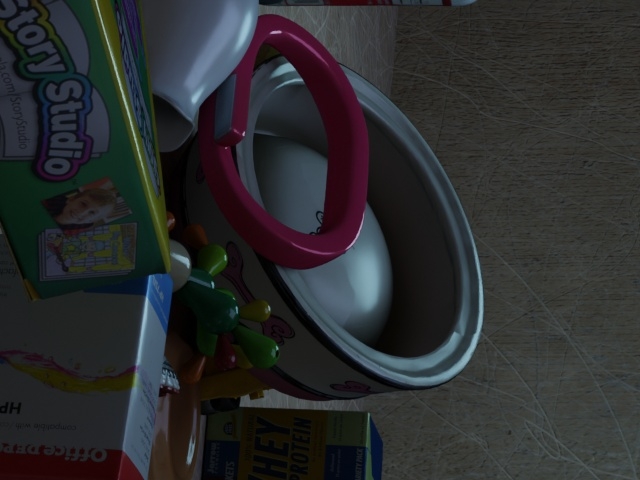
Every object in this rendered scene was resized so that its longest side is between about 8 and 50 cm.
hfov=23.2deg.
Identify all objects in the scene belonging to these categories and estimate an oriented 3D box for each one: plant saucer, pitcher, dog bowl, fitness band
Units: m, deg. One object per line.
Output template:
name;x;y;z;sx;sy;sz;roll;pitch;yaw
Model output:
plant saucer;-0.160;0.189;1.649;0.200;0.037;0.200;2;90;-82
pitcher;-0.140;-0.178;1.515;0.178;0.125;0.207;119;-11;-61
dog bowl;0.000;0.000;1.748;0.408;0.150;0.408;32;44;-36
fitness band;-0.034;-0.103;1.606;0.209;0.054;0.291;39;40;-33

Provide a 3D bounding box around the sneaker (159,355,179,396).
sneaker;-0.175;0.086;1.356;0.225;0.088;0.092;74;13;-71

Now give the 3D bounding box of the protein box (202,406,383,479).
protein box;-0.031;0.299;1.983;0.200;0.201;0.136;68;24;-70

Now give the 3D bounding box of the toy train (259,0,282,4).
toy train;-0.067;-0.404;1.705;0.190;0.142;0.334;-59;-154;30

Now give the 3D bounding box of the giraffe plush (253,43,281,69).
giraffe plush;-0.050;-0.133;2.021;0.170;0.210;0.181;-54;162;-20

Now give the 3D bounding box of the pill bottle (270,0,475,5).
pill bottle;0.106;-0.432;2.114;0.229;0.408;0.229;1;90;-82

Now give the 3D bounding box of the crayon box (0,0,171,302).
crayon box;-0.182;-0.197;0.956;0.363;0.106;0.313;81;-1;-50

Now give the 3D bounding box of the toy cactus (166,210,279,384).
toy cactus;-0.133;0.039;1.399;0.219;0.112;0.180;53;5;27

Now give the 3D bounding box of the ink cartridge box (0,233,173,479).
ink cartridge box;-0.187;0.114;1.092;0.078;0.134;0.231;78;15;-62

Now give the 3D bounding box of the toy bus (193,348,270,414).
toy bus;-0.085;0.091;1.850;0.220;0.149;0.211;10;69;-79
